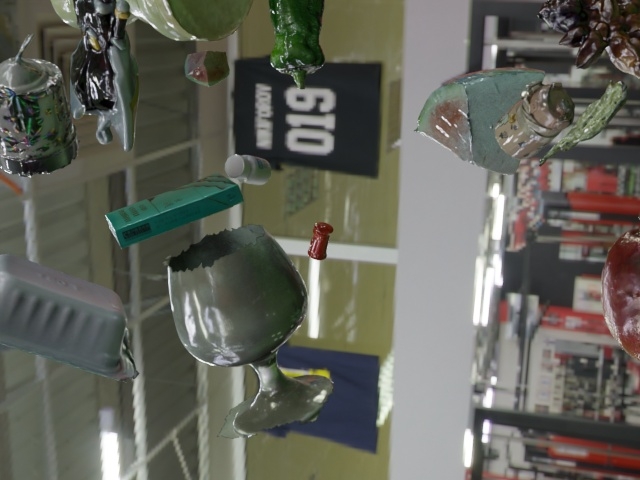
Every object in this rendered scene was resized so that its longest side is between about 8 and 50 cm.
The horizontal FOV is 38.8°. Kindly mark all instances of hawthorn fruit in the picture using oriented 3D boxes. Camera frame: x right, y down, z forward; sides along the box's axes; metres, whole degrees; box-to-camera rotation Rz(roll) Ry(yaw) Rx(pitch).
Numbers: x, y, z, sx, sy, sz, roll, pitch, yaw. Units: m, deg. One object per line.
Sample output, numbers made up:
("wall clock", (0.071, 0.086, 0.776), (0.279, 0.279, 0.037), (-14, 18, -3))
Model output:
("hawthorn fruit", (0.581, 0.076, 1.559), (0.260, 0.224, 0.224), (63, -155, -12))

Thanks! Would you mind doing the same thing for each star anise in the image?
("star anise", (0.315, -0.241, 1.000), (0.057, 0.168, 0.167), (120, 165, -63))

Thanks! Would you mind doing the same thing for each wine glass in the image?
("wine glass", (-0.120, 0.147, 1.514), (0.238, 0.238, 0.322), (-50, -57, -64))

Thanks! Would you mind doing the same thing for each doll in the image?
("doll", (-0.356, -0.297, 1.465), (0.103, 0.146, 0.316), (-63, -17, -50))

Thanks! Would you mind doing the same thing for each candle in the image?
("candle", (-0.623, -0.297, 1.920), (0.187, 0.188, 0.330), (-69, -15, -45))

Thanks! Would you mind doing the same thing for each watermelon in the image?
("watermelon", (0.394, -0.269, 2.151), (0.387, 0.229, 0.258), (-33, 72, 60))
("watermelon", (-0.238, -0.371, 1.888), (0.084, 0.092, 0.072), (-30, -26, -53))

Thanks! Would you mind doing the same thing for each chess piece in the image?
("chess piece", (-0.362, -0.517, 1.840), (0.234, 0.442, 0.234), (-13, -72, -47))

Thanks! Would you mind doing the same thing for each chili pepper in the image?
("chili pepper", (-0.043, -0.421, 1.718), (0.136, 0.099, 0.270), (-3, -85, -61))

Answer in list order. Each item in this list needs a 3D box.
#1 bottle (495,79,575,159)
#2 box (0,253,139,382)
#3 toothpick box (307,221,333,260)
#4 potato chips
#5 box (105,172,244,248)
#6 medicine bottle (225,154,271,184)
("bottle", (0.365, -0.207, 1.514), (0.152, 0.099, 0.098), (131, 155, -62))
("box", (-0.478, 0.121, 1.627), (0.106, 0.337, 0.264), (-64, 23, 6))
("toothpick box", (0.000, 0.000, 2.079), (0.047, 0.047, 0.083), (-62, -12, -54))
("potato chips", (0.474, -0.207, 1.625), (0.207, 0.028, 0.092), (-46, 18, 0))
("box", (-0.264, -0.057, 1.621), (0.161, 0.226, 0.042), (-146, 36, -67))
("medicine bottle", (-0.135, -0.133, 1.695), (0.089, 0.052, 0.052), (6, -91, -59))
